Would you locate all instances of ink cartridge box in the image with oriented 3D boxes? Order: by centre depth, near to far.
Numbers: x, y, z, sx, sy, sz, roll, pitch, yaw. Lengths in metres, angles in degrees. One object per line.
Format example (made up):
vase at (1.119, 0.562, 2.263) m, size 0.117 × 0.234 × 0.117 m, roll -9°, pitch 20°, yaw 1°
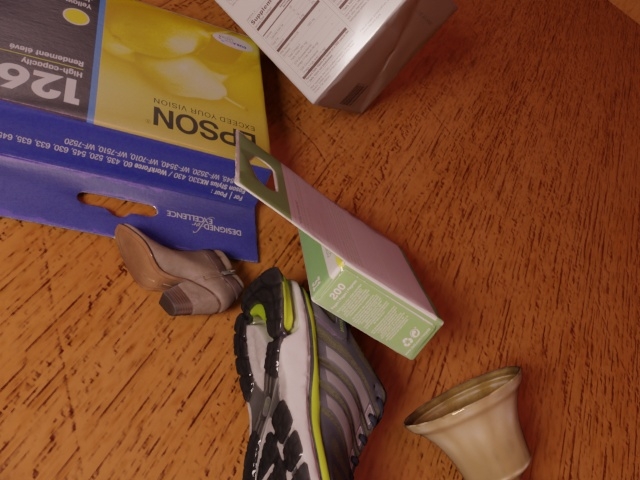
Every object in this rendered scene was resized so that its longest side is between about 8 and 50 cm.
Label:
ink cartridge box at (0.000, 0.000, 0.647) m, size 0.235 × 0.056 × 0.171 m, roll 32°, pitch 16°, yaw -19°
ink cartridge box at (-0.202, -0.142, 0.697) m, size 0.303 × 0.072 × 0.307 m, roll 12°, pitch 47°, yaw -27°

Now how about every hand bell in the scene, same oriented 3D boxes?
hand bell at (0.188, 0.256, 0.624) m, size 0.126 × 0.126 × 0.242 m, roll -20°, pitch 81°, yaw -42°

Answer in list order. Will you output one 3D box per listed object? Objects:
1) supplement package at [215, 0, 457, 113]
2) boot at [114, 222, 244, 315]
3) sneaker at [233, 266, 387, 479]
supplement package at (0.002, -0.328, 0.846) m, size 0.263 × 0.198 × 0.199 m, roll 48°, pitch 20°, yaw 9°
boot at (-0.130, 0.024, 0.633) m, size 0.087 × 0.042 × 0.118 m, roll -20°, pitch 69°, yaw -49°
sneaker at (0.005, 0.162, 0.560) m, size 0.121 × 0.111 × 0.300 m, roll 15°, pitch 51°, yaw -28°
